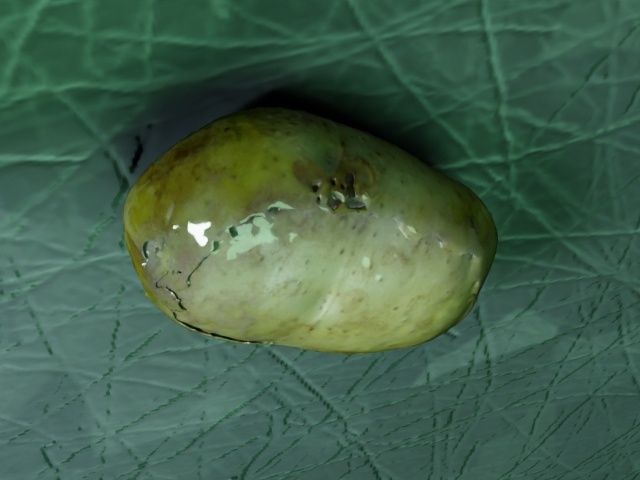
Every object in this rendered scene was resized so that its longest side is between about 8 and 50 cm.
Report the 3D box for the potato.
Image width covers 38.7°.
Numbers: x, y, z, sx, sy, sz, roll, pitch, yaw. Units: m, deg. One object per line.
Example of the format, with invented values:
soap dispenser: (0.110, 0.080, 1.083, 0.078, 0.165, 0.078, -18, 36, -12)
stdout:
potato: (0.000, 0.000, 0.383, 0.171, 0.080, 0.107, 12, 137, -28)
